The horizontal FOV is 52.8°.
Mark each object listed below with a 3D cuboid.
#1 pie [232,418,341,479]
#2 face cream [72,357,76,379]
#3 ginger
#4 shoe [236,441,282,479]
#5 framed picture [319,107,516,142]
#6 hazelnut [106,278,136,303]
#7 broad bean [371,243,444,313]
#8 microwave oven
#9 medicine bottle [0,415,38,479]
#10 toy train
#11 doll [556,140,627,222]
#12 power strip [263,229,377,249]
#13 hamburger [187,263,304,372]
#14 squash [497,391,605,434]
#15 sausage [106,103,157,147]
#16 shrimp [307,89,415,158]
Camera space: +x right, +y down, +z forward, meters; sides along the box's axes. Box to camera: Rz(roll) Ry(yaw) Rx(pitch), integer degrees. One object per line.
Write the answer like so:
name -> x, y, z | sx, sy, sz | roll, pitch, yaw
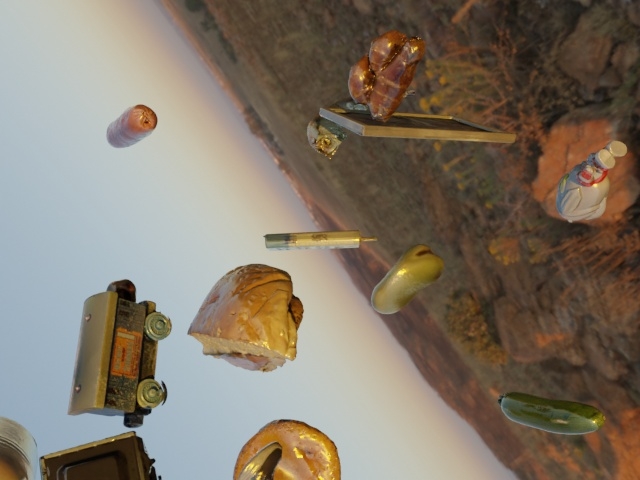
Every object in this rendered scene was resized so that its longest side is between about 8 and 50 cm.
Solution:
pie -> -0.080, 0.556, 1.539 | 0.273, 0.273, 0.069 | 54, -176, 10
face cream -> -0.595, 0.338, 1.597 | 0.034, 0.034, 0.130 | 53, -173, -34
ginger -> 0.109, -0.287, 1.088 | 0.103, 0.162, 0.073 | 39, -143, 11
shoe -> -0.085, 0.381, 0.932 | 0.099, 0.169, 0.071 | 30, 168, 11
framed picture -> 0.185, -0.229, 1.271 | 0.240, 0.324, 0.020 | -133, 46, -64
hazelnut -> -0.489, 0.136, 1.590 | 0.086, 0.086, 0.086 | 54, -179, -1
broad bean -> 0.268, 0.126, 2.002 | 0.121, 0.263, 0.189 | 39, 176, 32
microwave oven -> -0.413, 0.607, 1.306 | 0.286, 0.218, 0.355 | 105, 149, -56
medicine bottle -> -0.726, 0.530, 1.349 | 0.235, 0.236, 0.406 | 54, 164, -14
toy train -> -0.459, 0.272, 1.479 | 0.202, 0.131, 0.299 | 25, -126, -43
doll -> 0.390, -0.082, 0.935 | 0.079, 0.094, 0.180 | 42, 160, 21
power strip -> 0.000, 0.000, 1.504 | 0.092, 0.268, 0.034 | 76, -168, -83
hamburger -> -0.095, 0.096, 0.881 | 0.135, 0.155, 0.208 | 21, 167, -11
squash -> 0.449, 0.347, 1.296 | 0.069, 0.069, 0.258 | 54, 153, -15
sausage -> -0.496, -0.287, 1.664 | 0.088, 0.088, 0.433 | 54, 161, -17
shrimp -> 0.074, -0.303, 1.583 | 0.185, 0.287, 0.068 | 36, 150, 54
